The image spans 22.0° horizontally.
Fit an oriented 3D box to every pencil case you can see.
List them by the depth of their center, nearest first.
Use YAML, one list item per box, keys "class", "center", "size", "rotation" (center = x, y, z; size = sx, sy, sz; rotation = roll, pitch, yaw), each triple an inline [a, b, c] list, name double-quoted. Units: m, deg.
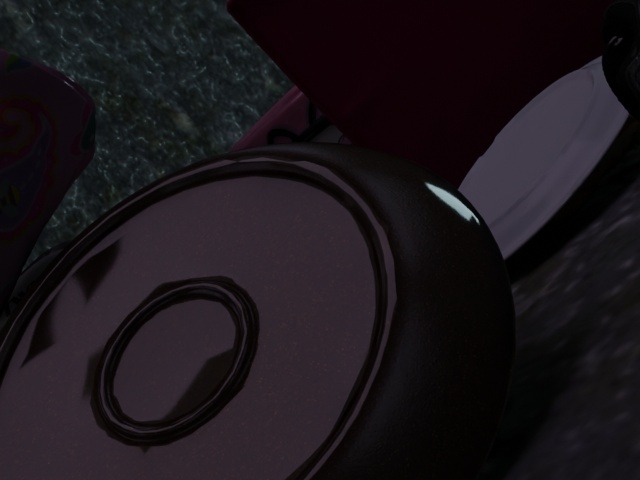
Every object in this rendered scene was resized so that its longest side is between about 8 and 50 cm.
- class: "pencil case"
  center: [-0.221, 0.030, 0.887]
  size: [0.284, 0.124, 0.124]
  rotation: [-68, 13, -14]

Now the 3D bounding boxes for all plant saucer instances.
- class: "plant saucer"
  center: [-0.059, 0.067, 0.786]
  size: [0.311, 0.050, 0.310]
  rotation: [-19, 47, 22]

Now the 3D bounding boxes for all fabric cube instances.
- class: "fabric cube"
  center: [0.126, -0.204, 1.291]
  size: [0.254, 0.259, 0.258]
  rotation: [-39, 8, 28]

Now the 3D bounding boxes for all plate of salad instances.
- class: "plate of salad"
  center: [0.143, -0.041, 1.057]
  size: [0.200, 0.048, 0.200]
  rotation: [-48, 13, 15]

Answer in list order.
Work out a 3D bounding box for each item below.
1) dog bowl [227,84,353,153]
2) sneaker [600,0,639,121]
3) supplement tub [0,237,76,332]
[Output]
- class: "dog bowl"
  center: [0.054, -0.162, 1.989]
  size: [0.408, 0.150, 0.408]
  rotation: [-42, 6, 6]
- class: "sneaker"
  center: [0.222, -0.132, 0.926]
  size: [0.135, 0.097, 0.276]
  rotation: [-38, 9, 25]
- class: "supplement tub"
  center: [-0.162, 0.142, 0.996]
  size: [0.338, 0.207, 0.207]
  rotation: [-43, 6, 7]
